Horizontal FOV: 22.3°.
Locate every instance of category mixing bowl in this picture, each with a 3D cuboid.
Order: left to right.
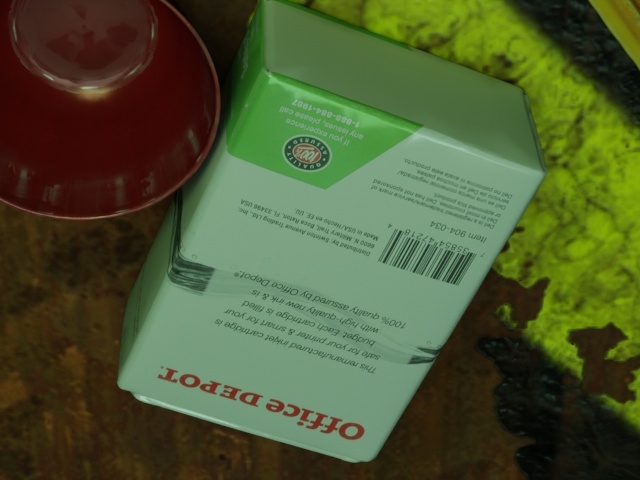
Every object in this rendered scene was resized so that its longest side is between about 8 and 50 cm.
[{"bbox_3d":[-0.154,-0.113,1.024,0.181,0.098,0.181,-2,126,-3],"label":"mixing bowl"}]

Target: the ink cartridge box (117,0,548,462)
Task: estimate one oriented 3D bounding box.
[{"bbox_3d":[0.000,0.000,1.103,0.198,0.115,0.273,19,123,-15],"label":"ink cartridge box"}]

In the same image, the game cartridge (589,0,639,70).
[{"bbox_3d":[0.098,-0.237,0.807,0.052,0.324,0.285,-34,120,17],"label":"game cartridge"}]
